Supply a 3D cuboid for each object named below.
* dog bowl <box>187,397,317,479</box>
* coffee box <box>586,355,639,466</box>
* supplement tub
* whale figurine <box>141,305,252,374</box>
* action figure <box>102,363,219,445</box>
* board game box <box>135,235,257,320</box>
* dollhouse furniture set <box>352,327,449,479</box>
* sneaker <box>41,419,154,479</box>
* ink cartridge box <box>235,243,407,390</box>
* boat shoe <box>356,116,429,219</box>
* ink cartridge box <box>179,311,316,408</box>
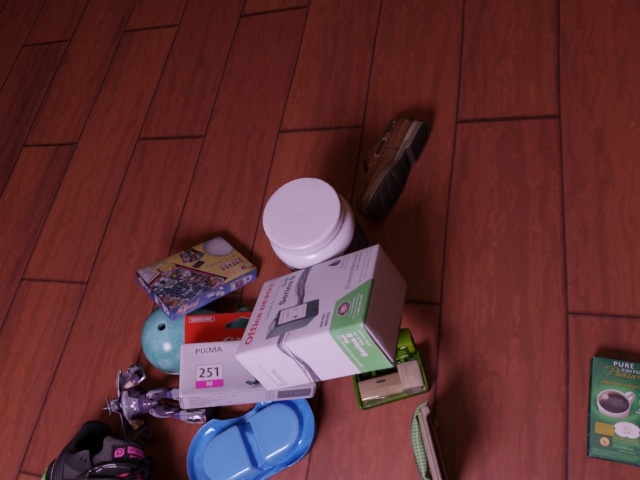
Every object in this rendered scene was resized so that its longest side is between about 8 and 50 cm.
[{"bbox_3d":[-0.139,0.436,1.138,0.297,0.074,0.165,-30,59,2],"label":"dog bowl"},{"bbox_3d":[0.555,0.313,0.975,0.113,0.040,0.184,4,67,20],"label":"coffee box"},{"bbox_3d":[0.000,0.000,1.189,0.191,0.272,0.191,-8,62,15],"label":"supplement tub"},{"bbox_3d":[-0.298,0.217,1.263,0.272,0.141,0.216,-9,62,13],"label":"whale figurine"},{"bbox_3d":[-0.383,0.372,1.222,0.285,0.099,0.185,-9,97,16],"label":"action figure"},{"bbox_3d":[-0.302,0.085,1.309,0.243,0.042,0.165,-25,48,-35],"label":"board game box"},{"bbox_3d":[0.142,0.347,1.011,0.151,0.197,0.301,-16,60,10],"label":"dollhouse furniture set"},{"bbox_3d":[-0.425,0.512,1.065,0.483,0.185,0.202,17,79,45],"label":"sneaker"},{"bbox_3d":[0.003,0.152,1.022,0.289,0.121,0.211,-20,32,29],"label":"ink cartridge box"},{"bbox_3d":[0.160,-0.182,1.330,0.105,0.110,0.307,20,63,31],"label":"boat shoe"},{"bbox_3d":[-0.162,0.234,1.152,0.275,0.060,0.238,-2,46,-11],"label":"ink cartridge box"}]
